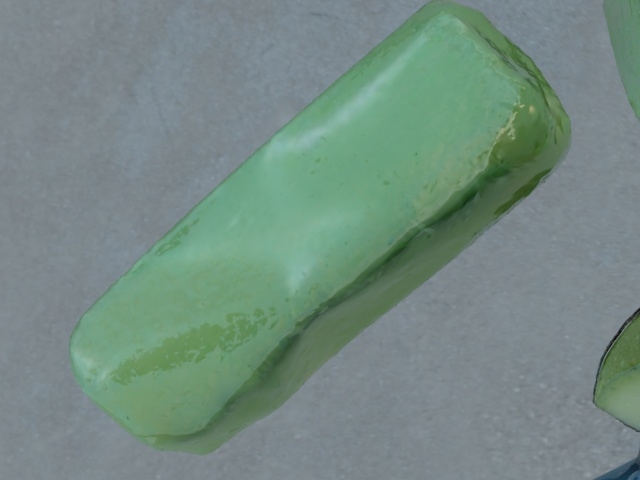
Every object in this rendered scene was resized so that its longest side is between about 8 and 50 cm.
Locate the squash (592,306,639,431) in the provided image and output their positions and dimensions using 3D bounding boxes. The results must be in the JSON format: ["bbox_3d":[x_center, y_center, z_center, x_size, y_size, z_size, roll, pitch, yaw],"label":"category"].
[{"bbox_3d":[0.406,0.129,0.990,0.192,0.085,0.184,27,68,11],"label":"squash"}]

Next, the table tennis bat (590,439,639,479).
[{"bbox_3d":[0.244,0.094,0.504,0.329,0.215,0.044,-31,33,1],"label":"table tennis bat"}]

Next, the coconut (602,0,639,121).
[{"bbox_3d":[0.419,-0.232,0.855,0.328,0.281,0.328,-2,87,53],"label":"coconut"}]

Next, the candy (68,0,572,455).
[{"bbox_3d":[0.000,0.000,0.604,0.343,0.142,0.132,-41,85,10],"label":"candy"}]
